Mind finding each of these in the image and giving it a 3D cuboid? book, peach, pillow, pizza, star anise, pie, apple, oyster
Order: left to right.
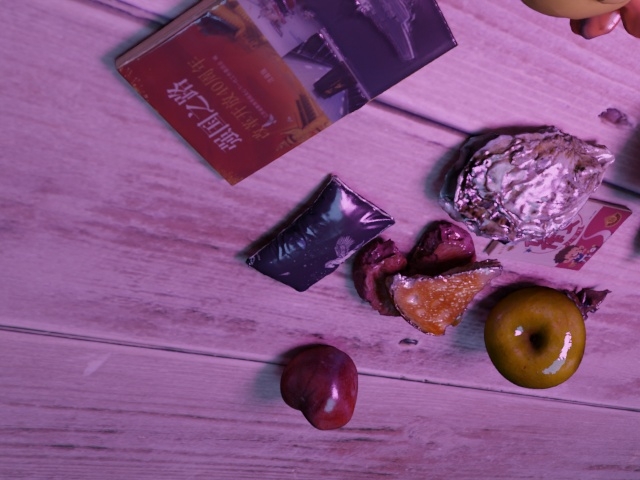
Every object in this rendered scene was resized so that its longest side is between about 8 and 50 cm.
[{"bbox_3d":[-0.031,-0.238,1.040,0.374,0.028,0.262,-31,140,11],"label":"book"},{"bbox_3d":[-0.001,0.266,1.514,0.152,0.152,0.152,-12,138,-10],"label":"peach"},{"bbox_3d":[0.000,0.000,1.290,0.141,0.055,0.208,33,116,-34],"label":"pillow"},{"bbox_3d":[0.166,0.053,1.412,0.218,0.054,0.204,-24,139,3],"label":"pie"},{"bbox_3d":[0.216,0.077,1.379,0.195,0.052,0.185,-29,131,18],"label":"pizza"},{"bbox_3d":[0.325,-0.089,1.299,0.267,0.112,0.198,10,110,-20],"label":"oyster"},{"bbox_3d":[0.408,0.183,1.555,0.196,0.196,0.157,-37,159,18],"label":"apple"},{"bbox_3d":[0.430,-0.016,1.470,0.231,0.022,0.162,9,131,-30],"label":"book"},{"bbox_3d":[0.514,0.145,1.650,0.124,0.056,0.129,-2,135,-22],"label":"star anise"}]

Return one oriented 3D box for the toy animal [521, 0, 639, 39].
[{"bbox_3d":[0.273,-0.358,0.918,0.338,0.216,0.191,17,100,-31],"label":"toy animal"}]
